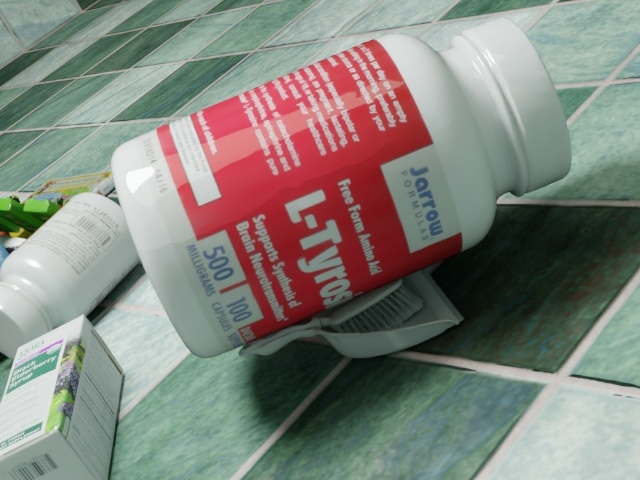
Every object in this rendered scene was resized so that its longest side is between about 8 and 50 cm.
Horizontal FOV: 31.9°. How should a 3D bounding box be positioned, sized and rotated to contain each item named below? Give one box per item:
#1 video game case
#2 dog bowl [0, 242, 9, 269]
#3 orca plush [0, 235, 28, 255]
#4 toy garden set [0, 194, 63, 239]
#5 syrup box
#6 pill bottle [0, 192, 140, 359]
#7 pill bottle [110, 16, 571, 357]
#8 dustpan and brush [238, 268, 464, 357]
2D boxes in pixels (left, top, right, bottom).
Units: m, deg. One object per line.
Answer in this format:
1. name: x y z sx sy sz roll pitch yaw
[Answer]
1. video game case: -0.481 -0.048 1.966 0.227 0.026 0.206 -4 35 45
2. dog bowl: -0.571 0.081 1.667 0.297 0.074 0.166 -33 24 32
3. orca plush: -0.561 0.046 1.772 0.287 0.151 0.102 6 77 17
4. toy garden set: -0.447 -0.035 1.710 0.244 0.204 0.049 4 72 26
5. syrup box: -0.283 0.188 1.211 0.093 0.096 0.237 -26 26 7
6. pill bottle: -0.355 0.050 1.512 0.131 0.131 0.229 -6 33 41
7. pill bottle: 0.023 -0.062 1.096 0.407 0.229 0.229 -23 24 -2
8. dustpan and brush: 0.021 0.082 1.129 0.211 0.060 0.147 -29 24 -1
